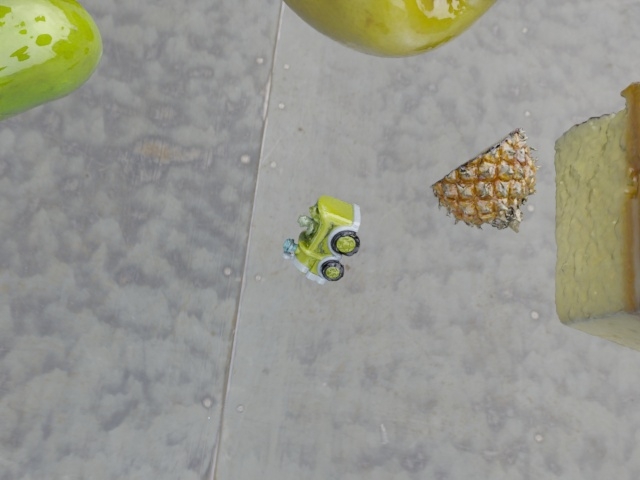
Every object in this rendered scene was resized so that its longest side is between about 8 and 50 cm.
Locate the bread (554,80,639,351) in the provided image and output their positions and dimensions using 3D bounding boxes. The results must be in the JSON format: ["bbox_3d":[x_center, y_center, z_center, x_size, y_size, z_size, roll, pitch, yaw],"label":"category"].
[{"bbox_3d":[0.426,0.011,0.529,0.406,0.346,0.241,14,79,-12],"label":"bread"}]

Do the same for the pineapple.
[{"bbox_3d":[0.273,-0.071,0.853,0.176,0.161,0.136,-31,86,-37],"label":"pineapple"}]

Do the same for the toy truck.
[{"bbox_3d":[0.000,0.000,0.677,0.077,0.111,0.076,22,29,-13],"label":"toy truck"}]

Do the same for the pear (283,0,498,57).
[{"bbox_3d":[0.054,-0.362,0.712,0.341,0.191,0.386,17,45,-29],"label":"pear"}]

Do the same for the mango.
[{"bbox_3d":[-0.263,-0.149,0.453,0.163,0.117,0.089,-30,106,-19],"label":"mango"}]
